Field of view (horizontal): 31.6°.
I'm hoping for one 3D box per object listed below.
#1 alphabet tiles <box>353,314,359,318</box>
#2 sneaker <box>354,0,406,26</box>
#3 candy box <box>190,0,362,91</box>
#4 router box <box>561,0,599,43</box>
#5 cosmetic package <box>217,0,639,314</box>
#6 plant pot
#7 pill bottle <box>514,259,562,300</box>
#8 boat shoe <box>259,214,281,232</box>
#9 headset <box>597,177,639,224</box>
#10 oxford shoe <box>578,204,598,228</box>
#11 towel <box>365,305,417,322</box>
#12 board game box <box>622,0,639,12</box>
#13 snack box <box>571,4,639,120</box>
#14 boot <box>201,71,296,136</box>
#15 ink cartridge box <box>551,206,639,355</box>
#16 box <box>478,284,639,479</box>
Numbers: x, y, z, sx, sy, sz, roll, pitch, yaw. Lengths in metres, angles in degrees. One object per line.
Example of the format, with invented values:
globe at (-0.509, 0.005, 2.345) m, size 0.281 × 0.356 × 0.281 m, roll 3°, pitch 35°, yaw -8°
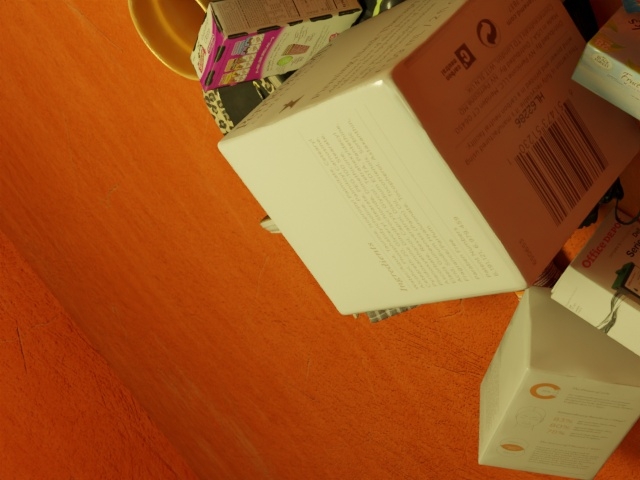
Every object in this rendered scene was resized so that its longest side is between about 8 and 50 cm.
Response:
alphabet tiles at (0.000, 0.000, 1.978) m, size 0.284 × 0.021 × 0.278 m, roll 57°, pitch 174°, yaw 50°
sneaker at (0.091, -0.357, 1.769) m, size 0.097 × 0.084 × 0.234 m, roll 69°, pitch 153°, yaw 15°
candy box at (-0.070, -0.320, 1.748) m, size 0.071 × 0.234 × 0.159 m, roll 68°, pitch 156°, yaw 15°
router box at (0.273, -0.287, 1.616) m, size 0.243 × 0.081 × 0.308 m, roll 4°, pitch 130°, yaw 46°
cosmetic package at (0.145, -0.132, 1.548) m, size 0.394 × 0.329 × 0.327 m, roll -14°, pitch 117°, yaw 54°
plant pot at (-0.184, -0.403, 1.894) m, size 0.205 × 0.188 × 0.205 m, roll 29°, pitch 145°, yaw 22°
pill bottle at (0.355, 0.053, 1.914) m, size 0.086 × 0.086 × 0.152 m, roll -13°, pitch 118°, yaw 53°
boat shoe at (-0.014, -0.041, 2.210) m, size 0.277 × 0.098 × 0.096 m, roll -13°, pitch 117°, yaw 52°
headset at (0.558, -0.100, 1.505) m, size 0.394 × 0.185 × 0.243 m, roll -9°, pitch 126°, yaw 34°
oxford shoe at (0.322, -0.058, 1.725) m, size 0.096 × 0.227 × 0.082 m, roll 91°, pitch 156°, yaw -44°
towel at (0.146, -0.006, 1.922) m, size 0.121 × 0.235 × 0.283 m, roll -113°, pitch 0°, yaw -58°
board game box at (0.465, -0.323, 1.307) m, size 0.201 × 0.136 × 0.035 m, roll 1°, pitch 129°, yaw 47°
snack box at (0.436, -0.228, 1.383) m, size 0.174 × 0.207 × 0.070 m, roll 34°, pitch 147°, yaw 14°
boot at (-0.038, -0.198, 2.021) m, size 0.377 × 0.138 × 0.284 m, roll 50°, pitch 154°, yaw -25°
ink cartridge box at (0.488, 0.074, 1.719) m, size 0.219 × 0.160 × 0.092 m, roll 34°, pitch 146°, yaw 15°
box at (0.411, 0.250, 1.928) m, size 0.215 × 0.168 × 0.345 m, roll 9°, pitch 144°, yaw -2°
